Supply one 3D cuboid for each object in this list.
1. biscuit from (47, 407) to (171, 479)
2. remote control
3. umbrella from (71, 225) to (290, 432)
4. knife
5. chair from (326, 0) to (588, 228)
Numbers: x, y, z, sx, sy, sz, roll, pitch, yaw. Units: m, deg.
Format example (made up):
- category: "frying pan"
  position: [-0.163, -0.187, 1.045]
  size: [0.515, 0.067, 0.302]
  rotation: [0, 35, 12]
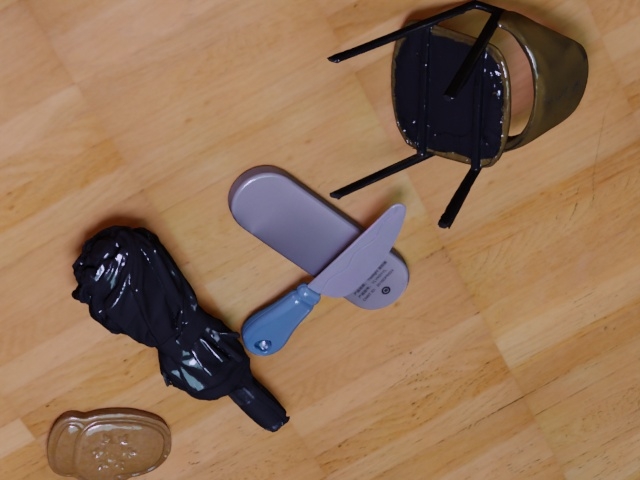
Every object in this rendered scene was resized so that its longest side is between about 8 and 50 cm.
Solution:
- category: "biscuit"
  position: [-0.236, 0.239, 2.029]
  size: [0.140, 0.023, 0.118]
  rotation: [-5, 121, -15]
- category: "remote control"
  position: [0.000, 0.000, 1.956]
  size: [0.245, 0.022, 0.077]
  rotation: [35, 108, -31]
- category: "umbrella"
  position: [-0.138, 0.105, 1.941]
  size: [0.118, 0.118, 0.340]
  rotation: [-38, 129, 8]
- category: "knife"
  position: [0.011, 0.045, 1.960]
  size: [0.244, 0.032, 0.058]
  rotation: [-39, 123, 18]
- category: "chair"
  position: [0.141, -0.140, 1.838]
  size: [0.247, 0.172, 0.159]
  rotation: [-40, 138, -46]
